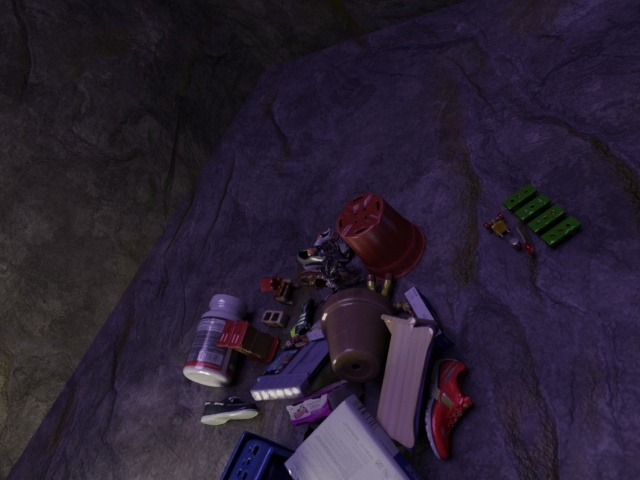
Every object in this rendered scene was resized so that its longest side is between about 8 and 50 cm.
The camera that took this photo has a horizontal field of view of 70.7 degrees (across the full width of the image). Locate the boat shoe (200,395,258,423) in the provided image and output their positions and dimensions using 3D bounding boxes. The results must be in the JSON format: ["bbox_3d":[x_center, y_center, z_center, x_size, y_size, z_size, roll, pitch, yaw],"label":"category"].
[{"bbox_3d":[-0.365,0.665,1.792,0.303,0.114,0.091,-21,51,30],"label":"boat shoe"}]

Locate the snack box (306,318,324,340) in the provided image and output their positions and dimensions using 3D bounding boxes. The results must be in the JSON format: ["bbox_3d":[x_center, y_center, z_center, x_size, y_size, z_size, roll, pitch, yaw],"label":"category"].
[{"bbox_3d":[0.018,0.326,1.703,0.100,0.037,0.141,-19,4,22],"label":"snack box"}]

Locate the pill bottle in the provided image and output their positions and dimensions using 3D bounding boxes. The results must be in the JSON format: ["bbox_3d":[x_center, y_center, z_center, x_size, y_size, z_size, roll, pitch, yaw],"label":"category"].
[{"bbox_3d":[-0.448,0.437,1.989,0.210,0.210,0.362,-15,48,35],"label":"pill bottle"}]

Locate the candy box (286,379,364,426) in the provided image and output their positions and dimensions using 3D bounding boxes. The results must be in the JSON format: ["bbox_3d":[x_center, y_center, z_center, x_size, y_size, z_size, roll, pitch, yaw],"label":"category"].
[{"bbox_3d":[0.021,0.515,1.456,0.159,0.233,0.071,-26,76,24],"label":"candy box"}]

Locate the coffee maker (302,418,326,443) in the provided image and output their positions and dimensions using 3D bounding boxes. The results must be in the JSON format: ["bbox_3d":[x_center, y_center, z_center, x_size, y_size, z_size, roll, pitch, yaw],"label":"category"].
[{"bbox_3d":[0.030,0.663,1.410,0.178,0.120,0.171,12,68,49],"label":"coffee maker"}]

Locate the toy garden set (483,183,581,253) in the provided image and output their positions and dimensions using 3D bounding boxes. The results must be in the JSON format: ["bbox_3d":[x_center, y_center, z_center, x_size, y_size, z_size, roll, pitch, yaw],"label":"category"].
[{"bbox_3d":[0.674,-0.049,1.465,0.204,0.049,0.244,-38,40,11],"label":"toy garden set"}]

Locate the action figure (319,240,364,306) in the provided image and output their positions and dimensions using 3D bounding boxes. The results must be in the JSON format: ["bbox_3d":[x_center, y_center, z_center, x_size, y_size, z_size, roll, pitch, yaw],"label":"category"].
[{"bbox_3d":[0.072,0.141,1.753,0.164,0.141,0.275,8,95,46],"label":"action figure"}]

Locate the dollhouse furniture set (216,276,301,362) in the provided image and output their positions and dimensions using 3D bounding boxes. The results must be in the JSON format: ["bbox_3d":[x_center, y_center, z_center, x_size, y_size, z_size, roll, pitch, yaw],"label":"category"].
[{"bbox_3d":[-0.256,0.312,1.918,0.152,0.201,0.374,-4,56,42],"label":"dollhouse furniture set"}]

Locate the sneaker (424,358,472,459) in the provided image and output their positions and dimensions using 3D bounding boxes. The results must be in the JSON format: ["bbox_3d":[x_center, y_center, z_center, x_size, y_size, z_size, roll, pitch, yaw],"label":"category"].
[{"bbox_3d":[0.366,0.469,1.273,0.118,0.107,0.279,-5,57,30],"label":"sneaker"}]

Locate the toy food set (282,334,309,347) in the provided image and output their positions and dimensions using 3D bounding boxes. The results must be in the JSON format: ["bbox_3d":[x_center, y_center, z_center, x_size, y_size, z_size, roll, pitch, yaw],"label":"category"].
[{"bbox_3d":[-0.087,0.377,1.703,0.122,0.019,0.078,-17,12,32],"label":"toy food set"}]

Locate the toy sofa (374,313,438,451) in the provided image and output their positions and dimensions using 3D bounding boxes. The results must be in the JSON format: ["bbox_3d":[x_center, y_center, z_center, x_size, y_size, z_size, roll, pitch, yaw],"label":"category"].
[{"bbox_3d":[0.255,0.403,1.307,0.177,0.150,0.362,5,81,41],"label":"toy sofa"}]

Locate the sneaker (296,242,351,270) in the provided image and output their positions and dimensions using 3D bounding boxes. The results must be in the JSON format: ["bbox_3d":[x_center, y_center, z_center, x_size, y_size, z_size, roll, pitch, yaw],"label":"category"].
[{"bbox_3d":[0.013,0.063,1.952,0.272,0.108,0.100,-16,46,32],"label":"sneaker"}]

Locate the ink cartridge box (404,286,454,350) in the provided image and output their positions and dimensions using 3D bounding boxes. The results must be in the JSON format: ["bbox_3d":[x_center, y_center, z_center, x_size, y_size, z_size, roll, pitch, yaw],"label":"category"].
[{"bbox_3d":[0.353,0.252,1.470,0.046,0.097,0.207,-39,39,13],"label":"ink cartridge box"}]

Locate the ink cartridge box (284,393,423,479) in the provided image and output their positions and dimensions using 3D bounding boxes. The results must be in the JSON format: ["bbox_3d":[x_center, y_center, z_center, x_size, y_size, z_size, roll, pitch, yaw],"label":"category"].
[{"bbox_3d":[0.092,0.658,1.252,0.324,0.071,0.330,48,118,23],"label":"ink cartridge box"}]

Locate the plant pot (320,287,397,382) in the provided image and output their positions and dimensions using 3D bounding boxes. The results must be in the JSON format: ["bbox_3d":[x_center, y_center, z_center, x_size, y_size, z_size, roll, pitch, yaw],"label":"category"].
[{"bbox_3d":[0.121,0.321,1.457,0.263,0.263,0.229,-29,25,23],"label":"plant pot"}]

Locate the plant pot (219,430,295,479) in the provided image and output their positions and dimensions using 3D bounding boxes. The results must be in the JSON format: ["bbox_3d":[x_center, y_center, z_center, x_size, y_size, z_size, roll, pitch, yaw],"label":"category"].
[{"bbox_3d":[-0.181,0.762,1.443,0.212,0.236,0.236,3,61,51],"label":"plant pot"}]

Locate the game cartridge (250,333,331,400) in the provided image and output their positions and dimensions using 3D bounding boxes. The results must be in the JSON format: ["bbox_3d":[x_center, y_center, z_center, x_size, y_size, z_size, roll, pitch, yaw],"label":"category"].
[{"bbox_3d":[-0.068,0.431,1.601,0.230,0.068,0.355,-12,15,33],"label":"game cartridge"}]

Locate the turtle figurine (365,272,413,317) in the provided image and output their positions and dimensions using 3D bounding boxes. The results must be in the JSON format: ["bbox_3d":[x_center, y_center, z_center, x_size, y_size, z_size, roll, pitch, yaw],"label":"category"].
[{"bbox_3d":[0.200,0.226,1.639,0.270,0.087,0.217,-18,46,27],"label":"turtle figurine"}]

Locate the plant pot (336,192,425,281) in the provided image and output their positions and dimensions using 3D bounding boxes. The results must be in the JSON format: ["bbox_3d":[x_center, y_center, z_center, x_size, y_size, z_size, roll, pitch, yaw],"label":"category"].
[{"bbox_3d":[0.215,-0.027,1.705,0.272,0.265,0.272,-25,43,26],"label":"plant pot"}]

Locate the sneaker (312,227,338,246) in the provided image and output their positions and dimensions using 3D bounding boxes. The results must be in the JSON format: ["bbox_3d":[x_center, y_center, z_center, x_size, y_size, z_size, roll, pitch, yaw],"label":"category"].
[{"bbox_3d":[0.000,0.000,2.041,0.161,0.075,0.057,-35,40,16],"label":"sneaker"}]

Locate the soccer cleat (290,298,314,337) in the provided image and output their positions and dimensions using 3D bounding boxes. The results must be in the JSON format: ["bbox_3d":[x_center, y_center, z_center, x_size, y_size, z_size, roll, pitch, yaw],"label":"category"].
[{"bbox_3d":[-0.059,0.325,1.842,0.072,0.060,0.178,18,78,40],"label":"soccer cleat"}]

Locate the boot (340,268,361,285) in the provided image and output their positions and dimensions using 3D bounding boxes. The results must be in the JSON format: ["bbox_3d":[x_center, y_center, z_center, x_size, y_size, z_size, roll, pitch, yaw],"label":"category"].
[{"bbox_3d":[0.125,0.135,1.841,0.087,0.042,0.118,-26,45,18],"label":"boot"}]

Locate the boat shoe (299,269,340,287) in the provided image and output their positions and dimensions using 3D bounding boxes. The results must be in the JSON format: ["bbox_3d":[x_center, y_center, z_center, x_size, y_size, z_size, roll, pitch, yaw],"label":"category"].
[{"bbox_3d":[-0.011,0.164,1.913,0.207,0.073,0.073,-12,48,37],"label":"boat shoe"}]
